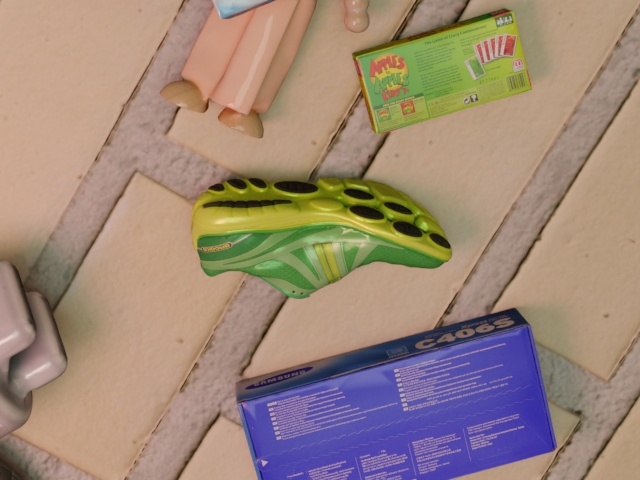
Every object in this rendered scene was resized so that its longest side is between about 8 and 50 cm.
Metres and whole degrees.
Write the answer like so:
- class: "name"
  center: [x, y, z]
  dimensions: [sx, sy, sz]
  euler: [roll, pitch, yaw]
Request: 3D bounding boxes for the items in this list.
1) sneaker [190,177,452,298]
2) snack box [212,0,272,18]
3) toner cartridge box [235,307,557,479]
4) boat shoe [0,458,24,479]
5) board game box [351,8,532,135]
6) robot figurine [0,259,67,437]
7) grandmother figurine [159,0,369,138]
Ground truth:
- class: "sneaker"
  center: [0.000, 0.000, 1.536]
  dimensions: [0.296, 0.109, 0.123]
  euler: [5, 125, -8]
- class: "snack box"
  center: [0.014, -0.367, 1.362]
  dimensions: [0.322, 0.060, 0.187]
  euler: [-21, 96, 7]
- class: "toner cartridge box"
  center: [0.088, 0.206, 1.596]
  dimensions: [0.348, 0.075, 0.165]
  euler: [-14, 104, -2]
- class: "boat shoe"
  center: [-0.341, 0.387, 1.581]
  dimensions: [0.103, 0.118, 0.320]
  euler: [-25, 114, 23]
- class: "board game box"
  center: [0.135, -0.189, 1.520]
  dimensions: [0.181, 0.043, 0.092]
  euler: [-16, 104, -2]
- class: "robot figurine"
  center: [-0.455, 0.160, 1.466]
  dimensions: [0.353, 0.199, 0.300]
  euler: [-29, 139, 2]
- class: "grandmother figurine"
  center: [-0.037, -0.284, 1.454]
  dimensions: [0.208, 0.104, 0.342]
  euler: [20, 104, -19]
